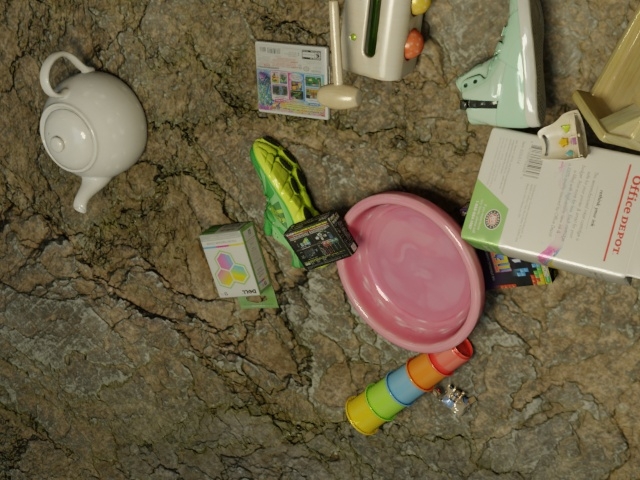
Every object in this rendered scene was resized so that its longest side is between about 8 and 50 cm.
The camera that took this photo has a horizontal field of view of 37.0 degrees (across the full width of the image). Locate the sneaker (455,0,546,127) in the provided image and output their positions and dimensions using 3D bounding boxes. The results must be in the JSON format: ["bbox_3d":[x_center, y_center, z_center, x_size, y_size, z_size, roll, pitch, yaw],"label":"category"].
[{"bbox_3d":[0.294,-0.315,1.604,0.151,0.094,0.256,0,95,28],"label":"sneaker"}]

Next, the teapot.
[{"bbox_3d":[-0.512,-0.240,2.058,0.256,0.187,0.252,44,126,5],"label":"teapot"}]

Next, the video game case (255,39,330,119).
[{"bbox_3d":[-0.054,-0.315,1.871,0.157,0.019,0.143,10,118,24],"label":"video game case"}]

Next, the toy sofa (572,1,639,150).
[{"bbox_3d":[0.556,-0.310,1.452,0.177,0.150,0.363,10,125,-17],"label":"toy sofa"}]

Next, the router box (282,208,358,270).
[{"bbox_3d":[0.000,0.000,1.866,0.122,0.038,0.092,-19,113,37],"label":"router box"}]

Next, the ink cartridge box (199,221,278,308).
[{"bbox_3d":[-0.177,0.068,2.093,0.109,0.062,0.209,-6,110,30],"label":"ink cartridge box"}]

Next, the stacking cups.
[{"bbox_3d":[0.181,0.288,1.986,0.096,0.096,0.316,46,123,2],"label":"stacking cups"}]

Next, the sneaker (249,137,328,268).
[{"bbox_3d":[-0.079,-0.066,1.946,0.123,0.109,0.296,-19,103,30],"label":"sneaker"}]

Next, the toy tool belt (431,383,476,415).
[{"bbox_3d":[0.276,0.321,1.976,0.083,0.052,0.051,39,94,4],"label":"toy tool belt"}]

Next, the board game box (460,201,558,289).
[{"bbox_3d":[0.351,0.003,1.777,0.141,0.048,0.170,-9,108,31],"label":"board game box"}]

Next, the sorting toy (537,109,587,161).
[{"bbox_3d":[0.394,-0.162,1.564,0.075,0.045,0.083,-10,77,27],"label":"sorting toy"}]

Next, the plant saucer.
[{"bbox_3d":[0.181,0.054,1.846,0.332,0.084,0.332,22,126,33],"label":"plant saucer"}]

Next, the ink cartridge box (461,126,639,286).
[{"bbox_3d":[0.440,-0.049,1.607,0.353,0.119,0.207,16,85,23],"label":"ink cartridge box"}]

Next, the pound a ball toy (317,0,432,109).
[{"bbox_3d":[0.108,-0.389,1.628,0.135,0.208,0.319,18,119,21],"label":"pound a ball toy"}]
